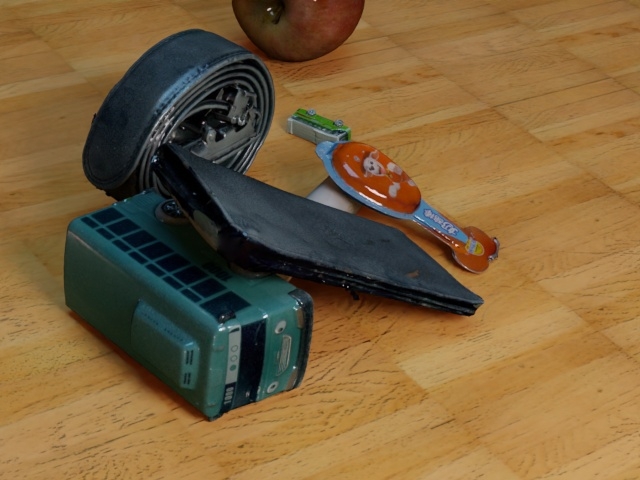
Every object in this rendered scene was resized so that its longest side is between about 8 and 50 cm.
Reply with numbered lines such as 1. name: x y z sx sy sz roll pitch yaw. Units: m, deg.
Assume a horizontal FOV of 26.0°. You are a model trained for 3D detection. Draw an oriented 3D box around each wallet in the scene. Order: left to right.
1. wallet: 0.000 0.000 1.463 0.379 0.046 0.191 18 19 -44

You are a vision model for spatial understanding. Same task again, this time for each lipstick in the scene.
1. lipstick: 0.003 -0.032 1.649 0.059 0.059 0.264 21 35 18

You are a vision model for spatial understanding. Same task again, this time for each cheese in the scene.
1. cheese: 0.104 -0.046 1.658 0.256 0.037 0.106 33 38 0

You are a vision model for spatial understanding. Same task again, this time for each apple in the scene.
1. apple: -0.029 -0.356 2.016 0.188 0.188 0.174 23 28 20

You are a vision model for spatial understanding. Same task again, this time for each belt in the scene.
1. belt: -0.163 -0.126 1.620 0.116 0.206 0.267 28 50 26

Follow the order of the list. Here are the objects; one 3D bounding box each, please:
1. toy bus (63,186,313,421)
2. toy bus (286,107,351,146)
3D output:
1. toy bus: -0.139 0.064 1.410 0.147 0.128 0.256 -23 43 -39
2. toy bus: -0.001 -0.148 1.849 0.083 0.031 0.037 24 43 22
